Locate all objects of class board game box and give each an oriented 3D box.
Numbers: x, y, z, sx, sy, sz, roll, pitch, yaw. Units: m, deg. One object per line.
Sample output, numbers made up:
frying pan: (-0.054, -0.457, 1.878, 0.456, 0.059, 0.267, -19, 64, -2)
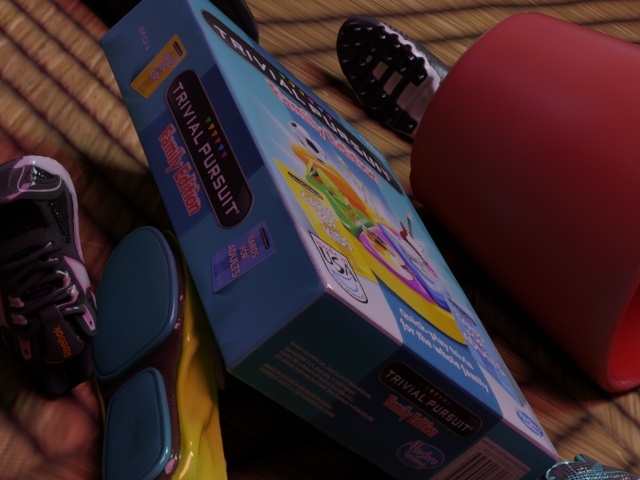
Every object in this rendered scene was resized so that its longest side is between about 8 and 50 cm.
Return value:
board game box: (0.000, 0.000, 1.020, 0.254, 0.079, 0.336, 38, 18, -42)

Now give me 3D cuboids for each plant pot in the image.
plant pot: (0.226, -0.051, 1.282, 0.243, 0.275, 0.275, 36, 24, 28)

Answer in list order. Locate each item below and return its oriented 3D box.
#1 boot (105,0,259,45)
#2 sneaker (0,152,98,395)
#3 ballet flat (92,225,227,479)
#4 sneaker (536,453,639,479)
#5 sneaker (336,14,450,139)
boot: (-0.154, -0.260, 1.408, 0.264, 0.096, 0.280, 26, 18, -1)
sneaker: (-0.147, 0.023, 0.822, 0.178, 0.072, 0.077, 78, -14, -61)
ballet flat: (-0.087, 0.086, 0.881, 0.077, 0.077, 0.231, 44, 21, -32)
sneaker: (0.167, 0.184, 1.027, 0.076, 0.065, 0.166, 28, 18, 27)
sneaker: (0.114, -0.133, 1.481, 0.234, 0.078, 0.106, 39, 23, 2)
